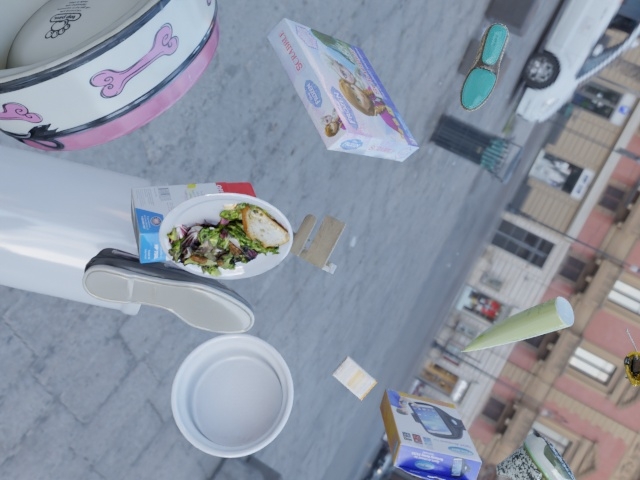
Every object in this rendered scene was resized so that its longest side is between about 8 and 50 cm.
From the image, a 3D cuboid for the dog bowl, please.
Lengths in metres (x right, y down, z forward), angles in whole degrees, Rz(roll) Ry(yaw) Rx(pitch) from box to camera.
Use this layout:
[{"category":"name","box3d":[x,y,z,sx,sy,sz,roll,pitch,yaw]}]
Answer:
[{"category":"dog bowl","box3d":[-0.321,-0.293,0.911,0.408,0.407,0.150,-56,146,-24]}]

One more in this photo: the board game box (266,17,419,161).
[{"category":"board game box","box3d":[0.060,-0.340,1.535,0.066,0.319,0.318,-38,160,31]}]

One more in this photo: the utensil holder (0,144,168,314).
[{"category":"utensil holder","box3d":[-0.580,-0.025,1.525,0.327,0.385,0.328,-167,-90,-73]}]

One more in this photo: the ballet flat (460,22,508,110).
[{"category":"ballet flat","box3d":[0.376,-0.391,1.518,0.067,0.073,0.206,-23,137,-82]}]

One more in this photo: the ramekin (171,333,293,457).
[{"category":"ramekin","box3d":[-0.199,0.369,1.552,0.277,0.277,0.135,-57,168,-19]}]

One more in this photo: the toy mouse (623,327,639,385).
[{"category":"toy mouse","box3d":[0.613,0.248,1.181,0.031,0.143,0.161,90,10,-67]}]

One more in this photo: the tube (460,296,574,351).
[{"category":"tube","box3d":[0.398,0.180,1.357,0.240,0.070,0.062,-32,-137,44]}]

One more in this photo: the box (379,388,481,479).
[{"category":"box","box3d":[0.108,0.197,0.665,0.136,0.081,0.028,-103,-153,-79]}]

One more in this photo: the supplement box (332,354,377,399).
[{"category":"supplement box","box3d":[0.085,0.344,1.664,0.062,0.098,0.036,-48,178,0]}]

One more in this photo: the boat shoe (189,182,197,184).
[{"category":"boat shoe","box3d":[-0.271,-0.041,1.748,0.116,0.123,0.324,-24,143,-4]}]

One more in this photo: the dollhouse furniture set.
[{"category":"dollhouse furniture set","box3d":[0.000,0.000,1.673,0.123,0.144,0.151,-62,156,-1]}]

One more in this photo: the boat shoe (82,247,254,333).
[{"category":"boat shoe","box3d":[-0.285,0.088,1.286,0.096,0.334,0.112,-88,-162,-55]}]

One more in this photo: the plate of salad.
[{"category":"plate of salad","box3d":[-0.140,0.005,0.988,0.200,0.199,0.048,99,-12,-50]}]

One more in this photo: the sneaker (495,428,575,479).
[{"category":"sneaker","box3d":[0.575,0.678,1.613,0.182,0.411,0.158,-34,160,13]}]

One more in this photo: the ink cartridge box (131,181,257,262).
[{"category":"ink cartridge box","box3d":[-0.231,-0.039,1.246,0.230,0.134,0.078,-5,134,-21]}]
